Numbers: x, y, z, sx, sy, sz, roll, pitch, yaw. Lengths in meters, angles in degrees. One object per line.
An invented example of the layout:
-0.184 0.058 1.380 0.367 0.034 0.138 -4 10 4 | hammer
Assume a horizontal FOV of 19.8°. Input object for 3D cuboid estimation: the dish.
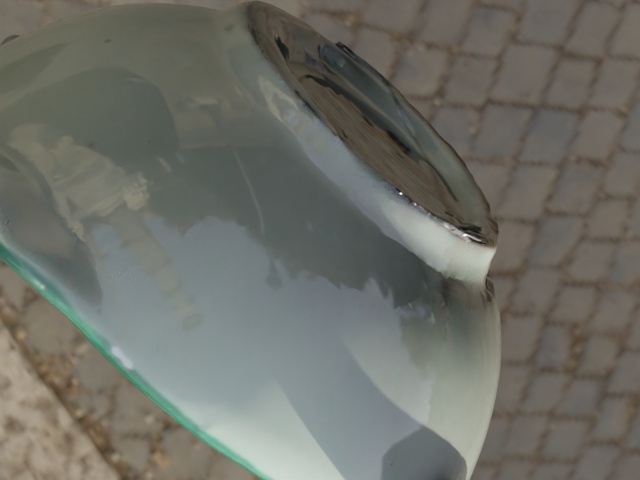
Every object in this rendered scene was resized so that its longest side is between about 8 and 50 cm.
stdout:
0.000 0.000 0.544 0.078 0.246 0.224 -45 158 16 | dish
